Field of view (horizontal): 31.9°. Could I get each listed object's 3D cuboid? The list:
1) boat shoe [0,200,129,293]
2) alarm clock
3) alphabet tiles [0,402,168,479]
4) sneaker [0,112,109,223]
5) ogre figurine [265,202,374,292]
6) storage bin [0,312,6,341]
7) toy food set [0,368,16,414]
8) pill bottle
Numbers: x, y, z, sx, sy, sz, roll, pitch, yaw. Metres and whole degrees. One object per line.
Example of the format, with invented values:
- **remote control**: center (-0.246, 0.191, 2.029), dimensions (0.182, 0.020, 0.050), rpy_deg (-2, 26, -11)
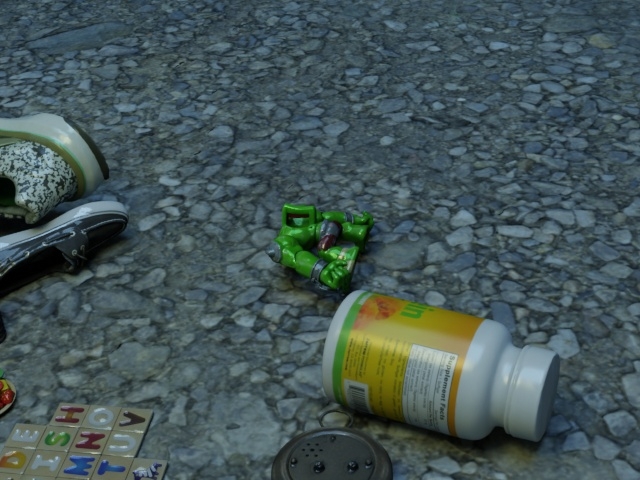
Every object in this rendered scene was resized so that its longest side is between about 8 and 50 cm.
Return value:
- **boat shoe**: center (-0.366, 0.014, 1.566), dimensions (0.228, 0.080, 0.076), rpy_deg (-19, 58, -28)
- **alarm clock**: center (0.013, 0.244, 1.204), dimensions (0.129, 0.064, 0.192), rpy_deg (-1, 31, 4)
- **alphabet tiles**: center (-0.274, 0.266, 1.241), dimensions (0.198, 0.009, 0.237), rpy_deg (3, 35, 9)
- **sneaker**: center (-0.520, -0.093, 1.635), dimensions (0.410, 0.158, 0.182), rpy_deg (0, 36, 29)
- **ogre figurine**: center (0.000, 0.000, 1.531), dimensions (0.118, 0.097, 0.197), rpy_deg (16, 49, 8)
- **storage bin**: center (-0.502, 0.118, 1.412), dimensions (0.122, 0.084, 0.180), rpy_deg (15, 38, 26)
- **toy food set**: center (-0.411, 0.189, 1.355), dimensions (0.083, 0.020, 0.082), rpy_deg (-21, 38, -22)
- **pill bottle**: center (0.137, 0.146, 1.264), dimensions (0.245, 0.136, 0.136), rpy_deg (12, 37, 22)
